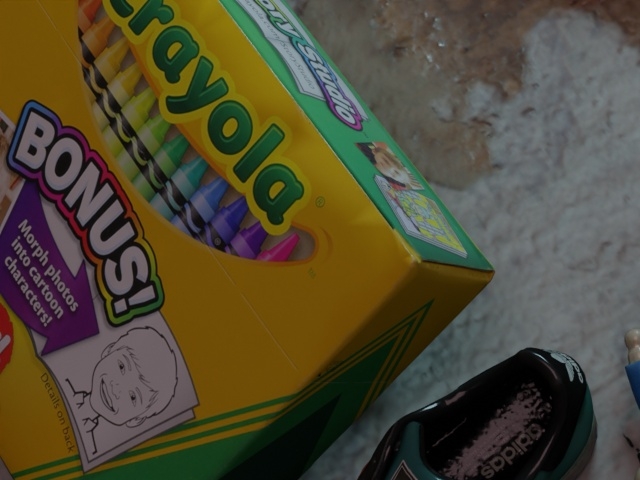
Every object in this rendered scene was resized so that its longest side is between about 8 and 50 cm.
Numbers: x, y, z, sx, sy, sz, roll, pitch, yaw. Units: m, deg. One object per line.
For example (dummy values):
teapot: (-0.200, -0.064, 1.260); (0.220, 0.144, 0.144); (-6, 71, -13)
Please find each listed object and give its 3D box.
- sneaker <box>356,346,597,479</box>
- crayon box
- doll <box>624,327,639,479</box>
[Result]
sneaker: (0.047, 0.177, 1.093); (0.108, 0.121, 0.302); (39, 81, 25)
crayon box: (-0.112, -0.009, 1.145); (0.313, 0.106, 0.363); (-49, 62, 23)
doll: (0.249, 0.086, 1.125); (0.129, 0.046, 0.189); (28, 83, 13)
